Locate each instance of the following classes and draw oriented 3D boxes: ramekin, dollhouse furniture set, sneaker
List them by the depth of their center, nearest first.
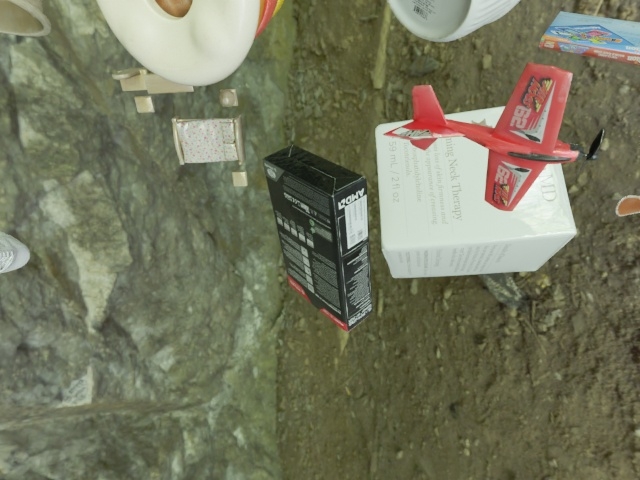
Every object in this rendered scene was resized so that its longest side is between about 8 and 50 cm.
[{"bbox_3d":[0.176,-0.381,0.569,0.207,0.109,0.207,44,164,16],"label":"ramekin"},{"bbox_3d":[-0.609,0.030,0.738,0.235,0.094,0.090,39,-106,-80],"label":"sneaker"},{"bbox_3d":[-0.382,-0.293,1.164,0.174,0.302,0.356,-91,-1,-60],"label":"dollhouse furniture set"}]

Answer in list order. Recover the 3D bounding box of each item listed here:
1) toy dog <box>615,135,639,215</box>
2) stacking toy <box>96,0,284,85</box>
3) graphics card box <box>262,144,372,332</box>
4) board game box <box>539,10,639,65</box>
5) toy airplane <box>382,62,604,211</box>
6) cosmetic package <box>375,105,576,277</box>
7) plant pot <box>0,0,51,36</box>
[{"bbox_3d":[0.707,-0.103,0.811,0.220,0.334,0.161,-7,44,49],"label":"toy dog"},{"bbox_3d":[-0.186,-0.554,0.859,0.480,0.350,0.351,-56,-17,-48],"label":"stacking toy"},{"bbox_3d":[0.000,0.000,0.911,0.232,0.094,0.371,33,145,41],"label":"graphics card box"},{"bbox_3d":[0.656,-0.446,0.922,0.281,0.145,0.027,26,148,26],"label":"board game box"},{"bbox_3d":[0.124,-0.076,0.311,0.151,0.151,0.028,128,166,-65],"label":"toy airplane"},{"bbox_3d":[0.358,-0.101,1.062,0.327,0.393,0.330,51,-144,-67],"label":"cosmetic package"},{"bbox_3d":[-0.601,-0.539,0.639,0.334,0.333,0.306,-151,68,-71],"label":"plant pot"}]
